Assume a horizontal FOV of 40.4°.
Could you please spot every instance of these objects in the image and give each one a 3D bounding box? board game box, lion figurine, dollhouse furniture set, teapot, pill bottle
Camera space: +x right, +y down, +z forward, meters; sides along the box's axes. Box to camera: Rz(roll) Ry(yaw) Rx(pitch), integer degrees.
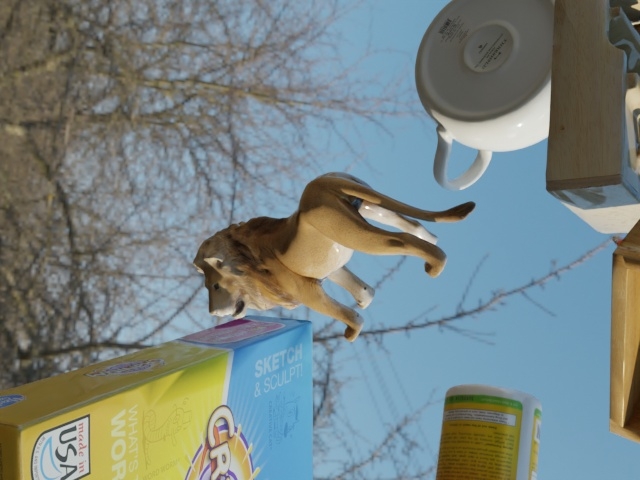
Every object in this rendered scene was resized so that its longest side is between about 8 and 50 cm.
[{"bbox_3d":[-0.103,0.193,0.585,0.064,0.316,0.242,2,-84,27],"label":"board game box"},{"bbox_3d":[0.000,0.000,1.122,0.392,0.240,0.142,-48,-170,44],"label":"lion figurine"},{"bbox_3d":[0.421,-0.158,0.763,0.394,0.362,0.256,-4,-106,35],"label":"dollhouse furniture set"},{"bbox_3d":[0.264,-0.221,1.212,0.256,0.187,0.252,-13,-114,28],"label":"teapot"},{"bbox_3d":[0.225,0.332,1.193,0.136,0.136,0.245,146,-41,-61],"label":"pill bottle"}]

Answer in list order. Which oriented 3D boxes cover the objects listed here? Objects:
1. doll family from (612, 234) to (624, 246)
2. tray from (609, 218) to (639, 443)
[{"bbox_3d":[0.566,0.087,1.367,0.263,0.163,0.118,28,-59,25],"label":"doll family"},{"bbox_3d":[0.424,0.123,0.635,0.411,0.076,0.202,18,-47,37],"label":"tray"}]
